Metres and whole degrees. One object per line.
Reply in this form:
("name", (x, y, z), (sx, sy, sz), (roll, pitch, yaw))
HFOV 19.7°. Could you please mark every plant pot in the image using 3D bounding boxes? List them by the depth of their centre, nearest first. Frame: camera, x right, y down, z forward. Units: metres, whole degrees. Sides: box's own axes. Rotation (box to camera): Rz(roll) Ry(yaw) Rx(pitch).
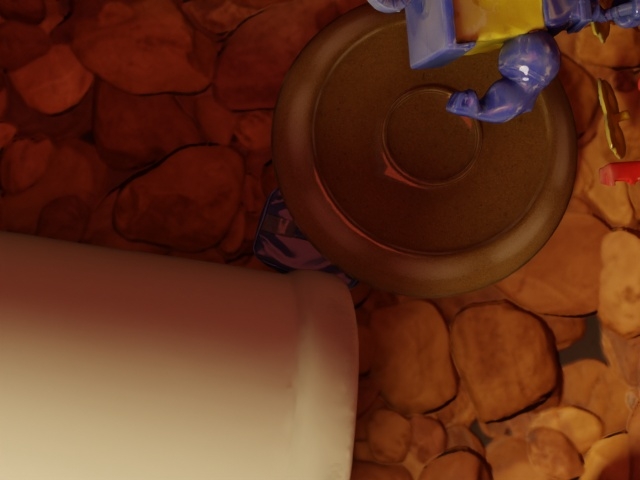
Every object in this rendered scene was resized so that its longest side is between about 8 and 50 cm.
("plant pot", (0.081, -0.076, 1.383), (0.236, 0.032, 0.236), (1, 79, -6))

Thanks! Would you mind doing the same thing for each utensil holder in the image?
("utensil holder", (-0.196, 0.150, 1.265), (0.385, 0.327, 0.328), (10, 93, -9))

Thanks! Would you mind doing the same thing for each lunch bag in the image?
("lunch bag", (0.000, 0.000, 1.414), (0.098, 0.065, 0.067), (17, 93, 7))

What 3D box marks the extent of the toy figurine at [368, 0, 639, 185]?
("toy figurine", (0.136, -0.215, 1.297), (0.217, 0.191, 0.363), (-5, 85, -15))
